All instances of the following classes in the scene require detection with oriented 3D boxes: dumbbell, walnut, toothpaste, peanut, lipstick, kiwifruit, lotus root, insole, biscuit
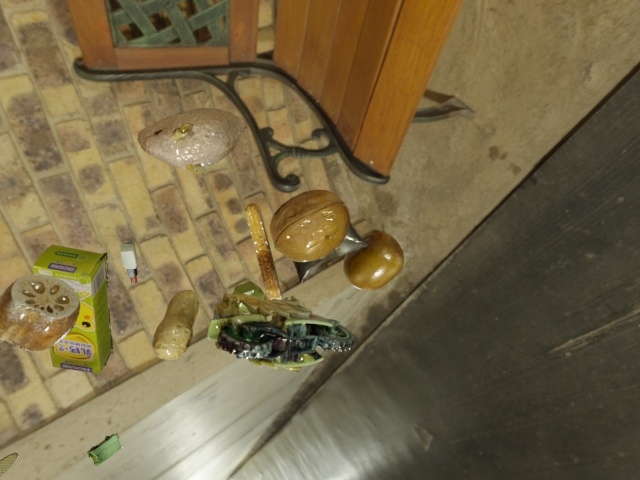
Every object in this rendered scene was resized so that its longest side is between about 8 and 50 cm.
[{"bbox_3d":[-0.216,0.264,1.500,0.302,0.108,0.121,47,121,48],"label":"dumbbell"},{"bbox_3d":[-0.027,-0.035,1.075,0.167,0.207,0.167,57,-175,-8],"label":"walnut"},{"bbox_3d":[-0.526,0.158,0.937,0.077,0.110,0.327,-90,14,-54],"label":"toothpaste"},{"bbox_3d":[-0.436,0.252,1.333,0.111,0.236,0.120,5,141,7],"label":"peanut"},{"bbox_3d":[-0.373,0.052,0.853,0.025,0.025,0.107,-110,23,-45],"label":"lipstick"},{"bbox_3d":[0.188,0.081,1.587,0.234,0.196,0.196,-41,77,33],"label":"kiwifruit"},{"bbox_3d":[-0.470,0.113,0.723,0.122,0.112,0.081,30,117,-17],"label":"lotus root"},{"bbox_3d":[-0.854,0.615,1.043,0.005,0.253,0.086,40,154,19],"label":"insole"},{"bbox_3d":[-0.206,0.049,1.582,0.094,0.054,0.378,-115,12,-73],"label":"biscuit"}]

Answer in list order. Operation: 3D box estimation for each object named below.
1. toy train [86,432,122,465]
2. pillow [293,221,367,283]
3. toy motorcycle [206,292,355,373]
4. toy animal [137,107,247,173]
[{"bbox_3d":[-0.625,0.607,1.259,0.038,0.093,0.056,-26,91,34],"label":"toy train"},{"bbox_3d":[0.000,0.000,1.378,0.185,0.250,0.106,59,178,11],"label":"pillow"},{"bbox_3d":[-0.105,0.232,1.121,0.237,0.410,0.168,17,95,44],"label":"toy motorcycle"},{"bbox_3d":[-0.400,-0.335,1.433,0.226,0.359,0.188,41,147,43],"label":"toy animal"}]
